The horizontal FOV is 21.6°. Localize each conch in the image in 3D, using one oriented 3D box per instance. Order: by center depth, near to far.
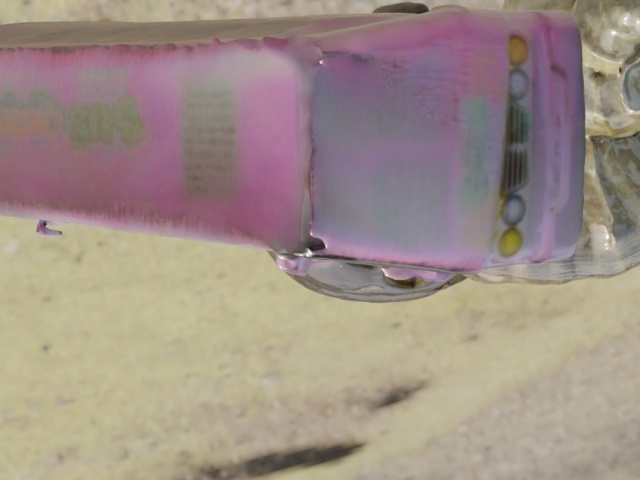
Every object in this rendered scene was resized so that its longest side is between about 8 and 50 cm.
[{"bbox_3d":[0.172,-0.057,1.009,0.210,0.159,0.291,-58,160,-18],"label":"conch"}]

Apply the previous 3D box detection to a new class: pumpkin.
[{"bbox_3d":[0.000,0.000,1.337,0.254,0.130,0.149,38,120,-18],"label":"pumpkin"}]

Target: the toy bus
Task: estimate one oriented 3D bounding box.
[{"bbox_3d":[-0.038,-0.037,0.594,0.112,0.090,0.274,-6,-172,-39],"label":"toy bus"}]
